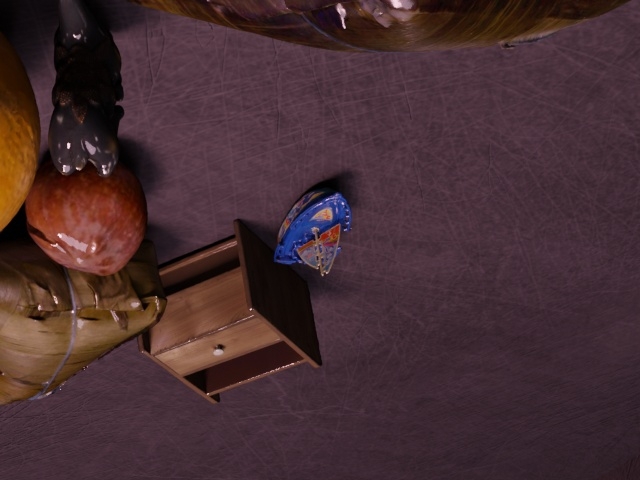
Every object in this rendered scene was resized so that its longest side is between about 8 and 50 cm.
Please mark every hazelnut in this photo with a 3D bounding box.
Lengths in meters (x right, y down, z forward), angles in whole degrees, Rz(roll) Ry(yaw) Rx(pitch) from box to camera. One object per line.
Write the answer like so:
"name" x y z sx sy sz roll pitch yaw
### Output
"hazelnut" -0.271 -0.029 1.469 0.143 0.143 0.154 -22 138 17

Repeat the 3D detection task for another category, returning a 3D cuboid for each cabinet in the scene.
"cabinet" -0.128 0.107 1.722 0.174 0.148 0.215 -21 146 16

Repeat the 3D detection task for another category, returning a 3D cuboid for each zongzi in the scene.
"zongzi" 0.061 -0.274 1.217 0.403 0.208 0.432 -9 -175 -42
"zongzi" -0.416 0.108 1.563 0.323 0.160 0.360 -39 157 33

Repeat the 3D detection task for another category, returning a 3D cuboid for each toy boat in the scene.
"toy boat" 0.000 0.000 1.631 0.091 0.110 0.175 2 144 -21

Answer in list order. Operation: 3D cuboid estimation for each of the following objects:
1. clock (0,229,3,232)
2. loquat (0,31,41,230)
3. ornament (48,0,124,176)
"clock" -0.460 -0.031 1.454 0.162 0.093 0.166 -21 146 10
"loquat" -0.394 -0.103 1.192 0.274 0.275 0.275 -8 148 -5
"ornament" -0.236 -0.196 1.164 0.080 0.202 0.236 -2 145 -1
